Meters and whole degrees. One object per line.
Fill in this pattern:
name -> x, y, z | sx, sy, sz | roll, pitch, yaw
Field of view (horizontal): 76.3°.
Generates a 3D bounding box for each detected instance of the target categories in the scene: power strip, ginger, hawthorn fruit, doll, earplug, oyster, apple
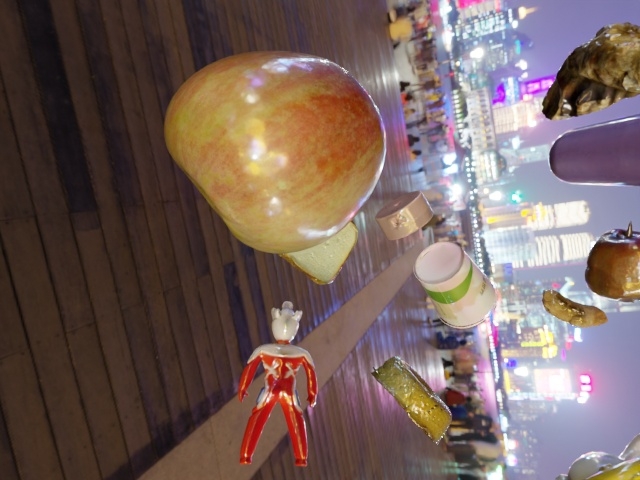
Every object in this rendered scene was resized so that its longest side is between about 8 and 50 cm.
power strip -> 0.236, -0.070, 1.153 | 0.078, 0.154, 0.154 | 57, 28, -13
ginger -> 0.775, 0.216, 1.257 | 0.095, 0.190, 0.069 | -53, 151, -15
hawthorn fruit -> 1.130, 0.076, 1.495 | 0.268, 0.267, 0.301 | -15, 106, -68
doll -> 0.425, 0.393, 0.617 | 0.252, 0.237, 0.111 | 13, 26, -43
earplug -> 0.837, -0.241, 1.105 | 0.456, 0.215, 0.215 | -164, -119, -68
oyster -> 0.547, -0.319, 0.816 | 0.294, 0.094, 0.166 | 137, -62, -70
apple -> -0.051, -0.117, 0.516 | 0.257, 0.234, 0.257 | 52, -5, 7
doll -> -0.098, 0.330, 0.988 | 0.099, 0.188, 0.384 | 115, -18, -63

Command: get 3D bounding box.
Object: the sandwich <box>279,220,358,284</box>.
sandwich -> 0.000, 0.000, 1.376 | 0.226, 0.087, 0.251 | 37, 73, -20

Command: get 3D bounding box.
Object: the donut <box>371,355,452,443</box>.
donut -> 0.265, 0.437, 1.153 | 0.272, 0.107, 0.272 | 45, -4, 4

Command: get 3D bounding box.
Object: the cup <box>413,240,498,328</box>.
cup -> 0.493, 0.155, 1.514 | 0.274, 0.253, 0.253 | 46, 40, -37
